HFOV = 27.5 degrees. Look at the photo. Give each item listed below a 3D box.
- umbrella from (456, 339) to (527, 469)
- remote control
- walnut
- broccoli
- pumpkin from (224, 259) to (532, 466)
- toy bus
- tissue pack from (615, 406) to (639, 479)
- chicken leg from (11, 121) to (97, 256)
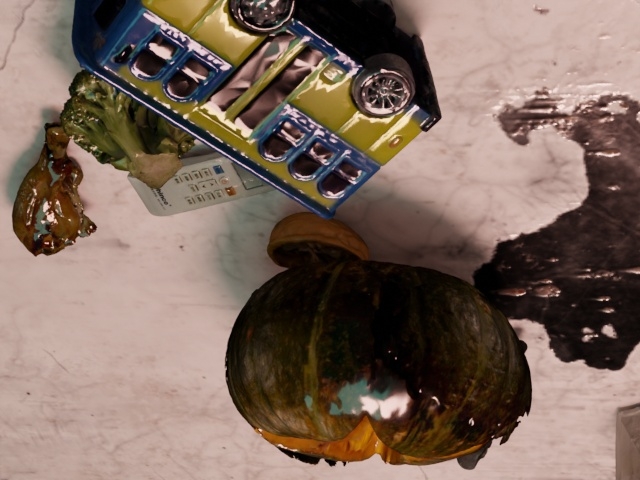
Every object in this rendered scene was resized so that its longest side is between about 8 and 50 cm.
[{"bbox_3d":[0.189,0.190,1.537,0.066,0.059,0.236,28,142,19],"label":"umbrella"},{"bbox_3d":[-0.118,-0.066,1.361,0.162,0.029,0.061,-12,134,18],"label":"remote control"},{"bbox_3d":[0.000,0.000,1.379,0.121,0.052,0.091,21,153,-34],"label":"walnut"},{"bbox_3d":[-0.172,-0.122,1.235,0.145,0.138,0.162,-19,149,-6],"label":"broccoli"},{"bbox_3d":[0.051,0.131,1.362,0.320,0.192,0.320,5,164,1],"label":"pumpkin"},{"bbox_3d":[-0.052,-0.165,1.123,0.287,0.138,0.175,31,122,-29],"label":"toy bus"},{"bbox_3d":[0.455,0.304,1.517,0.145,0.159,0.229,-22,127,31],"label":"tissue pack"},{"bbox_3d":[-0.279,-0.053,1.391,0.093,0.070,0.178,14,127,-1],"label":"chicken leg"}]
